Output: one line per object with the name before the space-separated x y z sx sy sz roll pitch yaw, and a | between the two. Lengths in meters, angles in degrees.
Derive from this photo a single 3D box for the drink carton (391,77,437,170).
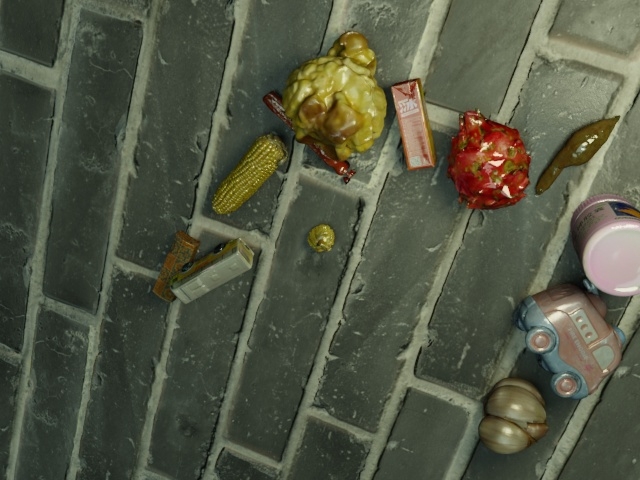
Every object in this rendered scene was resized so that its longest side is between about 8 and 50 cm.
drink carton | 0.242 -0.300 1.685 0.071 0.096 0.223 -9 105 18

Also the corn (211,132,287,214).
corn | -0.203 -0.181 1.846 0.106 0.106 0.293 44 117 -2

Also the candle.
candle | -0.028 -0.287 1.790 0.329 0.048 0.051 44 72 -2

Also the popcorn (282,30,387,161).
popcorn | 0.037 -0.366 1.666 0.265 0.225 0.332 6 87 1

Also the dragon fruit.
dragon fruit | 0.411 -0.203 1.621 0.205 0.210 0.268 -11 110 47

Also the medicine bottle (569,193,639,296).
medicine bottle | 0.698 0.001 1.555 0.178 0.290 0.178 5 109 14

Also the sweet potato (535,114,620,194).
sweet potato | 0.629 -0.215 1.623 0.075 0.075 0.269 42 117 -1

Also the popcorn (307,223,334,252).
popcorn | 0.000 0.000 1.858 0.084 0.084 0.084 5 109 14

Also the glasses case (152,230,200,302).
glasses case | -0.447 0.083 2.020 0.075 0.049 0.218 29 112 4

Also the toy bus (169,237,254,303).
toy bus | -0.325 0.093 1.942 0.268 0.106 0.092 -28 121 15

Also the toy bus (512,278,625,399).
toy bus | 0.661 0.251 1.710 0.232 0.197 0.294 -31 96 11

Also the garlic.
garlic | 0.527 0.476 1.804 0.191 0.214 0.160 -1 98 26
